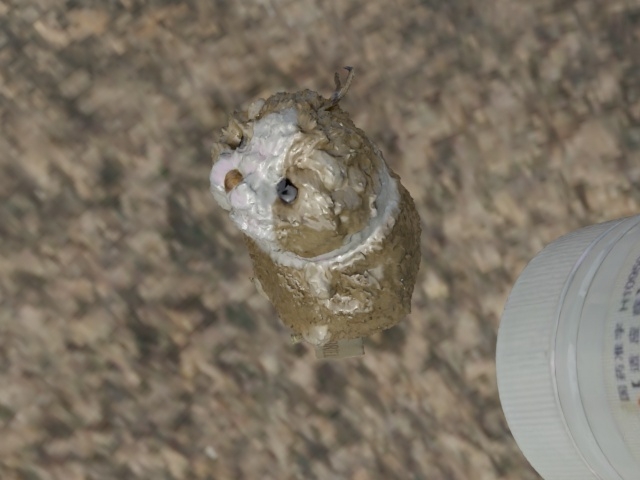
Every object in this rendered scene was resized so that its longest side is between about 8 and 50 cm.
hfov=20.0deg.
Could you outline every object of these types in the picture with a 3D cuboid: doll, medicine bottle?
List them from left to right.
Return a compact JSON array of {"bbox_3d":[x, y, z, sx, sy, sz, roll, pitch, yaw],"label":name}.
[{"bbox_3d":[0.006,0.004,1.069,0.115,0.221,0.105,-36,46,-20],"label":"doll"},{"bbox_3d":[0.254,0.065,1.010,0.190,0.332,0.190,3,84,-25],"label":"medicine bottle"}]
